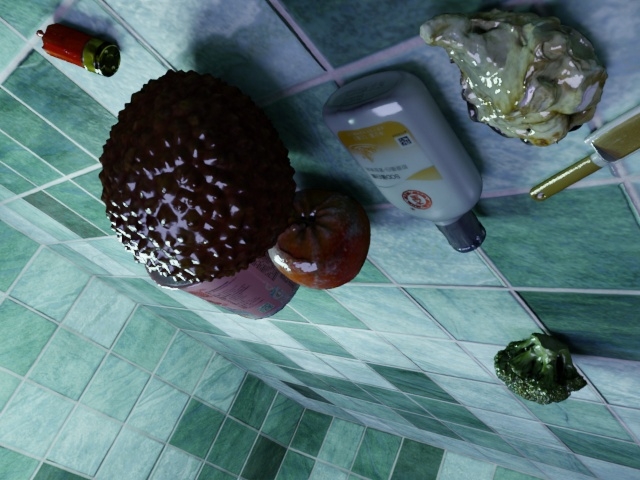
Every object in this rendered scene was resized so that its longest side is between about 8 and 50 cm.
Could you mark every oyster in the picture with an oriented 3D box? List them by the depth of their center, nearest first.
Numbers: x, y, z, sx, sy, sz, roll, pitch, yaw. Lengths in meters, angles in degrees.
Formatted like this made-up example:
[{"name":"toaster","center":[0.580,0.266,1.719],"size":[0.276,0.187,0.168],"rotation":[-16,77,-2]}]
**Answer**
[{"name":"oyster","center":[0.175,-0.147,0.501],"size":[0.191,0.081,0.163],"rotation":[28,161,3]}]

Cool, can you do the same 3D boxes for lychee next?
[{"name":"lychee","center":[-0.170,-0.082,0.731],"size":[0.275,0.276,0.304],"rotation":[22,141,8]}]

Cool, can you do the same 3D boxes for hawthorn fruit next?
[{"name":"hawthorn fruit","center":[0.000,0.000,0.864],"size":[0.172,0.173,0.173],"rotation":[21,156,10]}]

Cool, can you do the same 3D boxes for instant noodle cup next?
[{"name":"instant noodle cup","center":[-0.165,0.021,1.006],"size":[0.242,0.243,0.231],"rotation":[9,159,33]}]

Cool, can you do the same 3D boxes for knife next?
[{"name":"knife","center":[0.298,-0.096,0.550],"size":[0.046,0.022,0.256],"rotation":[32,155,-5]}]

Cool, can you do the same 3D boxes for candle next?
[{"name":"candle","center":[-0.362,-0.284,0.778],"size":[0.130,0.052,0.052],"rotation":[22,156,11]}]

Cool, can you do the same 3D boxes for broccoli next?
[{"name":"broccoli","center":[0.418,0.246,1.008],"size":[0.162,0.145,0.138],"rotation":[30,129,29]}]

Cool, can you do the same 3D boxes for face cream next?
[{"name":"face cream","center":[0.128,-0.085,0.675],"size":[0.143,0.071,0.291],"rotation":[1,147,43]}]
